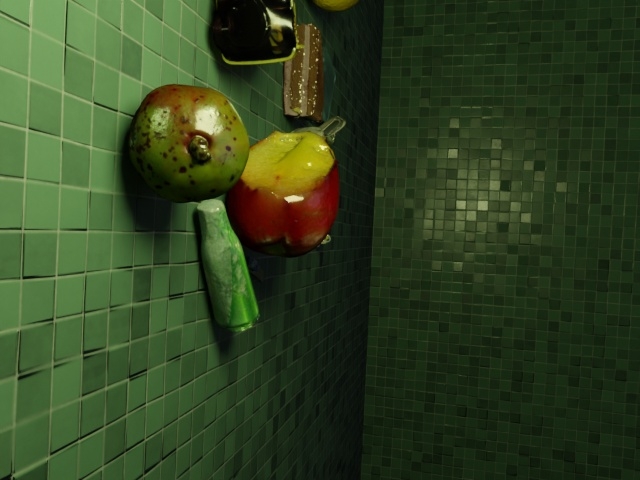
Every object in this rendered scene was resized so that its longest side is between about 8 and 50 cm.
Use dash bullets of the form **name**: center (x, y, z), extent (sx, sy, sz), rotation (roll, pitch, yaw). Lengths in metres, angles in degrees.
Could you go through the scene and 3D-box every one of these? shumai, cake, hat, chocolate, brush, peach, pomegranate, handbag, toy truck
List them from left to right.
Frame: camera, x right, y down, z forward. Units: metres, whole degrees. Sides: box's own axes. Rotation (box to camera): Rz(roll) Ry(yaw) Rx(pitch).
- **pomegranate**: center (-0.210, -0.170, 0.949), extent (0.246, 0.198, 0.198), rotation (-64, 154, -63)
- **chocolate**: center (-0.206, 0.052, 1.214), extent (0.110, 0.110, 0.291), rotation (-65, 151, -56)
- **brush**: center (-0.171, 0.074, 1.497), extent (0.178, 0.029, 0.033), rotation (55, 30, -68)
- **toy truck**: center (-0.136, -0.584, 1.202), extent (0.254, 0.180, 0.406), rotation (-65, 152, -74)
- **peach**: center (-0.078, -0.130, 1.334), extent (0.281, 0.280, 0.339), rotation (56, 43, -68)
- **cake**: center (-0.053, -0.485, 1.670), extent (0.113, 0.115, 0.296), rotation (-58, 149, -64)
- **hat**: center (-0.028, -0.272, 1.689), extent (0.275, 0.161, 0.232), rotation (-60, 175, -44)
- **handbag**: center (-0.007, -0.543, 1.970), extent (0.179, 0.062, 0.229), rotation (62, 34, -59)
- **shumai**: center (0.011, -0.400, 2.096), extent (0.080, 0.082, 0.083), rotation (4, 73, -39)

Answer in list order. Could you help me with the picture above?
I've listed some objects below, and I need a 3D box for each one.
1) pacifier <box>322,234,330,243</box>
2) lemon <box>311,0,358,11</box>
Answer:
- **pacifier**: center (0.000, 0.000, 2.119), extent (0.064, 0.068, 0.083), rotation (-64, 180, 30)
- **lemon**: center (0.046, -0.845, 1.826), extent (0.260, 0.204, 0.204), rotation (-48, 139, -66)
